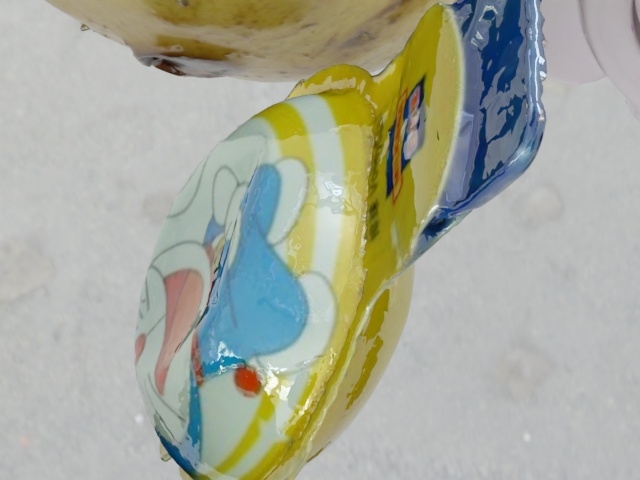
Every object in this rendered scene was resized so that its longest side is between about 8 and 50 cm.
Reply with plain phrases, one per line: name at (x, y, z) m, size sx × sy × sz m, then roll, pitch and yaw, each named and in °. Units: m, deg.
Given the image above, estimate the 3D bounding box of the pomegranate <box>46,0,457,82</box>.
pomegranate at (-0.035, -0.201, 0.715) m, size 0.281 × 0.281 × 0.281 m, roll -4°, pitch 55°, yaw 6°

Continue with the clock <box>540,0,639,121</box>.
clock at (0.317, -0.185, 1.056) m, size 0.322 × 0.295 × 0.113 m, roll 25°, pitch 40°, yaw -20°

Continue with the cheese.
cheese at (0.000, 0.000, 0.531) m, size 0.069 × 0.270 × 0.177 m, roll 19°, pitch 54°, yaw -22°
